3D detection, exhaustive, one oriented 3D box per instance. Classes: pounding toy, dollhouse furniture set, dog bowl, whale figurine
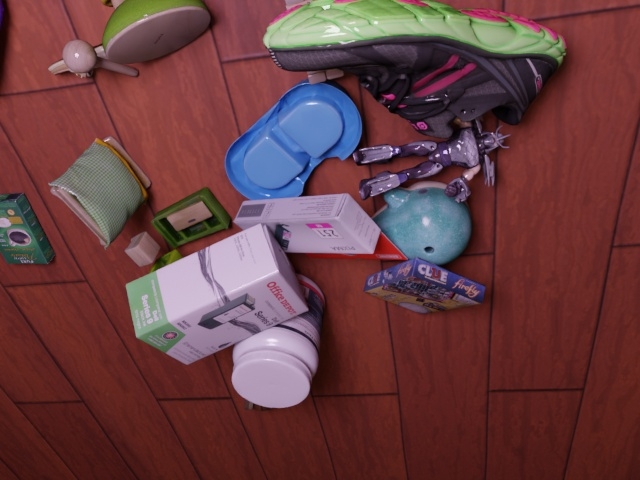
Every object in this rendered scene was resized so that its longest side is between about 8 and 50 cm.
[{"bbox_3d":[-0.307,-0.372,0.876,0.237,0.183,0.110,-21,97,25],"label":"pounding toy"},{"bbox_3d":[-0.346,-0.072,1.071,0.151,0.197,0.301,-20,123,22],"label":"dollhouse furniture set"},{"bbox_3d":[-0.052,-0.193,1.023,0.297,0.074,0.166,-36,116,29],"label":"dog bowl"},{"bbox_3d":[0.174,-0.012,1.094,0.272,0.141,0.216,-13,126,19],"label":"whale figurine"}]

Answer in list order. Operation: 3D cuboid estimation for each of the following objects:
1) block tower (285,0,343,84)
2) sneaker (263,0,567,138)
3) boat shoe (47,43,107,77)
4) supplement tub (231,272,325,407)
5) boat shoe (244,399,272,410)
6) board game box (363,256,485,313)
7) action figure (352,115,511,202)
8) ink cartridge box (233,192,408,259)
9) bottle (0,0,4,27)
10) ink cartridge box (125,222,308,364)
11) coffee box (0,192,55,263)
[{"bbox_3d":[-0.021,-0.419,0.809,0.091,0.097,0.335,-12,134,10],"label":"block tower"},{"bbox_3d":[0.152,-0.253,0.806,0.483,0.185,0.202,1,122,-18],"label":"sneaker"},{"bbox_3d":[-0.437,-0.324,0.979,0.136,0.050,0.045,-12,120,15],"label":"boat shoe"},{"bbox_3d":[-0.093,0.221,1.221,0.191,0.272,0.191,3,128,4],"label":"supplement tub"},{"bbox_3d":[-0.142,0.367,1.456,0.105,0.110,0.307,9,138,-5],"label":"boat shoe"},{"bbox_3d":[0.217,0.105,1.158,0.165,0.042,0.243,22,161,-14],"label":"board game box"},{"bbox_3d":[0.209,-0.154,0.987,0.285,0.099,0.185,-13,90,15],"label":"action figure"},{"bbox_3d":[0.000,0.000,1.064,0.275,0.060,0.239,0,148,41],"label":"ink cartridge box"},{"bbox_3d":[-0.610,-0.396,0.904,0.118,0.092,0.282,3,128,-39],"label":"bottle"},{"bbox_3d":[-0.194,0.113,1.051,0.289,0.121,0.211,-25,149,3],"label":"ink cartridge box"},{"bbox_3d":[-0.718,-0.025,1.250,0.113,0.040,0.184,-2,127,9],"label":"coffee box"}]
